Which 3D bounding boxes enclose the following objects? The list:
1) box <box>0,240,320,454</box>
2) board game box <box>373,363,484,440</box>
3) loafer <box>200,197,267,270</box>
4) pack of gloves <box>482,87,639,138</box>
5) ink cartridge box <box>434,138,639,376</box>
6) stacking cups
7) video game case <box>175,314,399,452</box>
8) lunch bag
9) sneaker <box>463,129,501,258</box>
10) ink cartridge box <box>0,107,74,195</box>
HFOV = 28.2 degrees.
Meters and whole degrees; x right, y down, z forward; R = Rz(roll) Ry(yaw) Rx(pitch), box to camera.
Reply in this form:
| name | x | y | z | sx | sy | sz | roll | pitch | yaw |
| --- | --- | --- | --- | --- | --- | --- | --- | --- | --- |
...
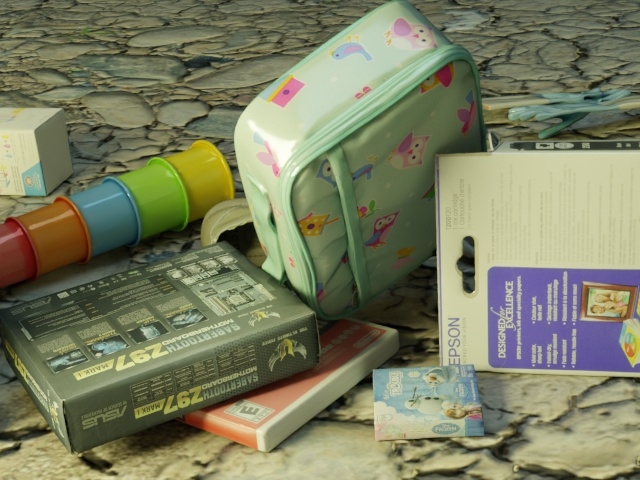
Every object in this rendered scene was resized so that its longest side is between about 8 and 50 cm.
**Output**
| name | x | y | z | sx | sy | sz | roll | pitch | yaw |
| --- | --- | --- | --- | --- | --- | --- | --- | --- | --- |
| box | -0.143 | 0.085 | 1.114 | 0.233 | 0.059 | 0.183 | -19 | 28 | -24 |
| board game box | 0.090 | 0.136 | 1.077 | 0.090 | 0.020 | 0.090 | -4 | 24 | 3 |
| loafer | 0.000 | 0.000 | 1.316 | 0.269 | 0.101 | 0.092 | -8 | 24 | 14 |
| pack of gloves | 0.344 | -0.172 | 1.739 | 0.232 | 0.046 | 0.195 | -6 | 12 | -13 |
| ink cartridge box | 0.205 | 0.016 | 1.103 | 0.208 | 0.206 | 0.045 | 0 | 18 | 9 |
| stacking cups | -0.251 | -0.028 | 1.415 | 0.316 | 0.096 | 0.096 | -20 | 28 | -32 |
| video game case | -0.099 | 0.101 | 1.181 | 0.285 | 0.025 | 0.204 | 13 | 29 | 34 |
| lunch bag | 0.039 | -0.055 | 1.131 | 0.224 | 0.279 | 0.108 | -38 | 59 | -15 |
| sneaker | 0.166 | -0.064 | 1.367 | 0.105 | 0.115 | 0.281 | -23 | 41 | -33 |
| ink cartridge box | -0.407 | -0.115 | 1.639 | 0.143 | 0.092 | 0.090 | 1 | 25 | 15 |
